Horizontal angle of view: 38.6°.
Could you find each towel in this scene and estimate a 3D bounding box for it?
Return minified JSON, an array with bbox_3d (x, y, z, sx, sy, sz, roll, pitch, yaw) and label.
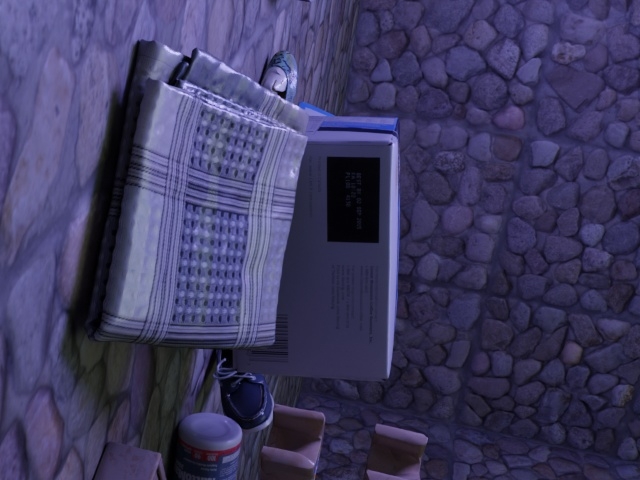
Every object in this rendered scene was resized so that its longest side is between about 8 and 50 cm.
[{"bbox_3d":[-0.117,-0.037,1.038,0.312,0.056,0.324,15,83,-56],"label":"towel"}]

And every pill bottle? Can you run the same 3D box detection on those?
[{"bbox_3d":[-0.196,0.393,1.536,0.108,0.108,0.180,-62,162,-73],"label":"pill bottle"}]

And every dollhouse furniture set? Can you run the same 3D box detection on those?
[{"bbox_3d":[-0.090,0.420,1.149,0.256,0.394,0.362,95,8,-54],"label":"dollhouse furniture set"}]

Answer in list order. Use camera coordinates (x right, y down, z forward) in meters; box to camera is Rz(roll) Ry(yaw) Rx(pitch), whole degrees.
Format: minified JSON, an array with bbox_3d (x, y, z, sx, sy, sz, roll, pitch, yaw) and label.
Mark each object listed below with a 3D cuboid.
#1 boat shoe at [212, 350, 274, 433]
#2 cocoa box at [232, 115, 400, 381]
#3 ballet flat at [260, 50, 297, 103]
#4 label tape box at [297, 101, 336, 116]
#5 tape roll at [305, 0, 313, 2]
[{"bbox_3d":[-0.141,0.242,1.632,0.254,0.095,0.079,-110,-173,-60],"label":"boat shoe"},{"bbox_3d":[0.000,0.000,1.349,0.228,0.231,0.347,-68,159,-72],"label":"cocoa box"},{"bbox_3d":[-0.085,-0.250,1.631,0.070,0.070,0.188,-11,109,-84],"label":"ballet flat"},{"bbox_3d":[-0.075,-0.066,1.739,0.334,0.106,0.241,127,-19,-55],"label":"label tape box"},{"bbox_3d":[-0.031,-0.522,1.554,0.219,0.072,0.219,12,90,-84],"label":"tape roll"}]
